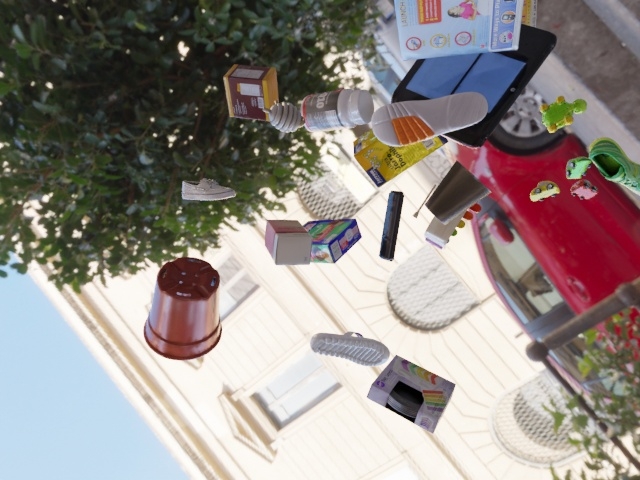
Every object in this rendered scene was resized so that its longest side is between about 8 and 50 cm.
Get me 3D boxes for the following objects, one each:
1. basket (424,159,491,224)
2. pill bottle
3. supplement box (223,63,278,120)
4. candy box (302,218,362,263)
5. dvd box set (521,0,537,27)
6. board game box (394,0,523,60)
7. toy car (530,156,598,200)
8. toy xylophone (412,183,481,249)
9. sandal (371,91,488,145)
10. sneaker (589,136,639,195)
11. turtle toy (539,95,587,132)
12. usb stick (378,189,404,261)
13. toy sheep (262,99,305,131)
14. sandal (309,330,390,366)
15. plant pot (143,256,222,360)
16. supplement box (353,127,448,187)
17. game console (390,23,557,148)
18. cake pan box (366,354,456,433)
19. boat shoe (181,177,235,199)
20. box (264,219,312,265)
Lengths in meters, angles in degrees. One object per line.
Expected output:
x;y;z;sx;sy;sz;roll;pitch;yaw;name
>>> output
0.565;-0.189;1.966;0.204;0.227;0.154;51;-160;29;basket
0.071;-0.549;1.962;0.161;0.283;0.161;-5;-84;-54;pill bottle
-0.298;-0.644;2.035;0.194;0.191;0.129;9;-135;10;supplement box
0.000;0.000;2.311;0.268;0.317;0.122;-41;-61;-44;candy box
0.638;-0.874;1.870;0.062;0.420;0.308;-62;-33;-58;dvd box set
0.338;-0.608;1.145;0.308;0.301;0.086;66;-150;-55;board game box
0.875;-0.223;1.628;0.225;0.239;0.053;82;-175;-59;toy car
0.588;-0.131;2.202;0.236;0.323;0.081;42;-168;20;toy xylophone
0.256;-0.284;1.107;0.076;0.265;0.102;-31;-66;-76;sandal
1.045;-0.228;1.607;0.295;0.109;0.123;40;-120;10;sneaker
0.741;-0.388;1.420;0.066;0.130;0.095;-2;-107;-46;turtle toy
0.278;-0.056;1.829;0.045;0.278;0.077;5;-174;-31;usb stick
-0.103;-0.352;1.321;0.132;0.091;0.091;9;-140;-24;toy sheep
0.151;0.500;2.261;0.416;0.169;0.102;17;-149;-17;sandal
-0.456;0.216;1.583;0.272;0.265;0.272;11;-143;-8;plant pot
0.338;-0.429;2.025;0.195;0.356;0.194;48;-158;-22;supplement box
0.426;-0.483;1.362;0.342;0.387;0.060;37;-178;37;game console
0.319;0.525;1.620;0.245;0.070;0.267;21;-159;25;cake pan box
-0.475;-0.219;1.959;0.096;0.267;0.088;-22;-68;-55;boat shoe
-0.138;0.004;1.943;0.148;0.127;0.232;0;-161;-19;box
